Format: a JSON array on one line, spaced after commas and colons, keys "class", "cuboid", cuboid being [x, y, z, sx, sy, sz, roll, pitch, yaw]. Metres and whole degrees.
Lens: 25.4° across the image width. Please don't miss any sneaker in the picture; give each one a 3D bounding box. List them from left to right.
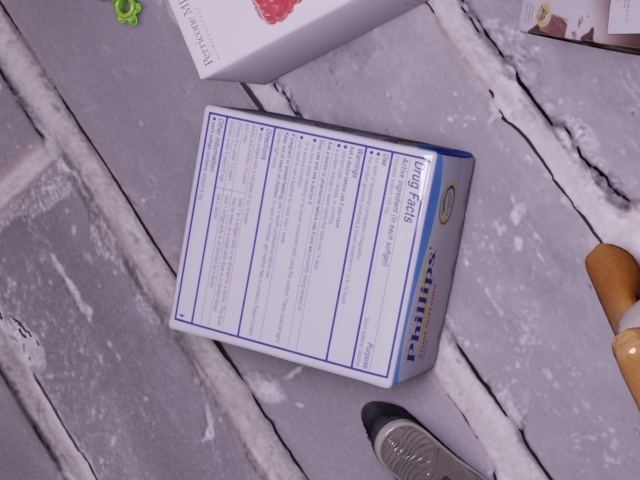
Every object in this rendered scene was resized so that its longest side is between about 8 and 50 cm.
[{"class": "sneaker", "cuboid": [0.137, 0.269, 1.632, 0.083, 0.118, 0.222, -40, 107, 1]}]

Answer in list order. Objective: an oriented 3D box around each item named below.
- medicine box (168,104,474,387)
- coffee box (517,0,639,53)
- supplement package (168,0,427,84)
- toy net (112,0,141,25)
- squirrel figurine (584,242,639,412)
[{"class": "medicine box", "cuboid": [0.000, 0.000, 1.624, 0.289, 0.149, 0.263, 14, 98, 21]}, {"class": "coffee box", "cuboid": [0.354, -0.234, 1.378, 0.297, 0.168, 0.119, 23, 105, 58]}, {"class": "supplement package", "cuboid": [-0.013, -0.315, 1.595, 0.293, 0.175, 0.177, -25, 85, 22]}, {"class": "toy net", "cuboid": [-0.262, -0.382, 1.767, 0.122, 0.045, 0.232, -43, 76, 21]}, {"class": "squirrel figurine", "cuboid": [0.507, 0.125, 1.399, 0.370, 0.281, 0.397, -25, 98, 11]}]
